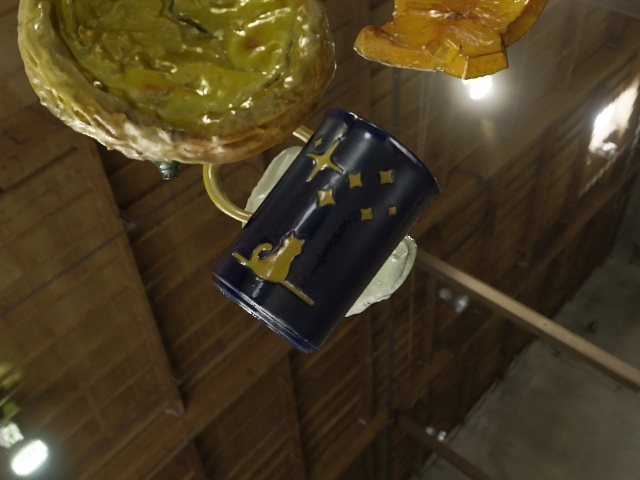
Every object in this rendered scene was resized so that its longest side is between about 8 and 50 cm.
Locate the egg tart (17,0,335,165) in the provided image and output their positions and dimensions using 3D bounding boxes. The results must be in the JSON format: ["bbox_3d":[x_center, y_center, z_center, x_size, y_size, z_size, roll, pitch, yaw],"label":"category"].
[{"bbox_3d":[-0.085,-0.119,0.481,0.191,0.191,0.074,-44,-10,-24],"label":"egg tart"}]

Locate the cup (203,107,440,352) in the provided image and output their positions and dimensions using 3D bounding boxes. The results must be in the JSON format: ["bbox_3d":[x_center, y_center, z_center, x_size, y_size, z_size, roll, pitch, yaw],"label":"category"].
[{"bbox_3d":[-0.026,-0.024,0.964,0.256,0.255,0.178,-52,-41,-7],"label":"cup"}]

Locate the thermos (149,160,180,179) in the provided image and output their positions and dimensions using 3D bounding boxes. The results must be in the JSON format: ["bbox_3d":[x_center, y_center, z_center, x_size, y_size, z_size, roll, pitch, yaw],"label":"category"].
[{"bbox_3d":[-0.285,-0.208,1.424,0.073,0.083,0.188,-131,33,-81],"label":"thermos"}]

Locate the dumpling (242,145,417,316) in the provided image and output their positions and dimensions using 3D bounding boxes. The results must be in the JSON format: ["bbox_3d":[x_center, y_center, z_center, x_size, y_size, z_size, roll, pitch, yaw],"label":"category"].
[{"bbox_3d":[0.000,0.000,1.465,0.315,0.395,0.233,-52,-32,2],"label":"dumpling"}]

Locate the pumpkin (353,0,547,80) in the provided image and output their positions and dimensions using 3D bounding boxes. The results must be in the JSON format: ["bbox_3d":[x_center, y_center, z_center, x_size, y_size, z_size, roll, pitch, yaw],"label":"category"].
[{"bbox_3d":[0.232,-0.369,1.313,0.095,0.290,0.258,80,-154,-46],"label":"pumpkin"}]
